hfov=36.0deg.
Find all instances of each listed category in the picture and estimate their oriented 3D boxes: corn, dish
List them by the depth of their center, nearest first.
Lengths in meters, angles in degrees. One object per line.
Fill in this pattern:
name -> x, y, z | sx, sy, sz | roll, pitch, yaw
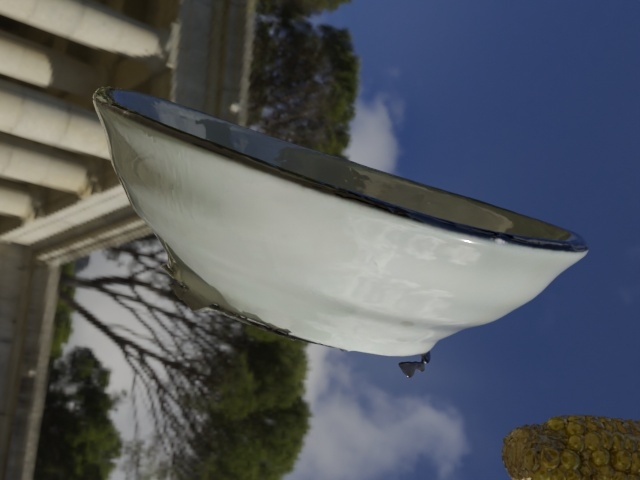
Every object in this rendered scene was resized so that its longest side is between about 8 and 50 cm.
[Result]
dish -> 0.000, 0.000, 0.611 | 0.316, 0.316, 0.106 | 29, -76, 52
corn -> 0.314, 0.220, 0.856 | 0.119, 0.322, 0.119 | -168, -90, -86
